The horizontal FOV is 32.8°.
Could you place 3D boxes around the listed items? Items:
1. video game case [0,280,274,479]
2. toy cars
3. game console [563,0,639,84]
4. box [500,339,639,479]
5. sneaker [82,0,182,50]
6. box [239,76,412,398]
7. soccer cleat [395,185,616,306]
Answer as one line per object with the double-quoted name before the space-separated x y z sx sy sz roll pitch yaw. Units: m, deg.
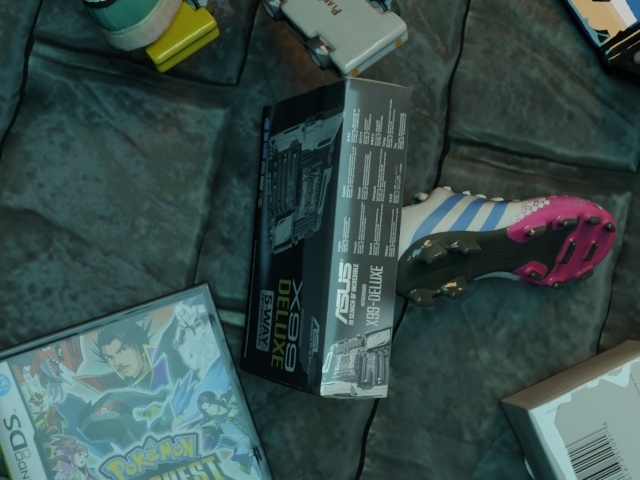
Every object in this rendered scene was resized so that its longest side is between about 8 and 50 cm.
"video game case" -0.218 0.206 1.216 0.275 0.035 0.248 -18 90 -6
"toy cars" -0.082 -0.236 1.168 0.394 0.087 0.176 6 62 21
"game console" 0.442 -0.322 1.241 0.293 0.250 0.173 -33 118 -6
"box" 0.331 0.229 1.232 0.182 0.119 0.181 -25 90 -7
"sneaker" -0.181 -0.352 1.143 0.108 0.121 0.302 0 59 19
"box" 0.000 0.000 1.138 0.077 0.242 0.307 6 88 -22
"soccer cleat" 0.185 -0.016 1.211 0.331 0.143 0.116 -6 127 -33
